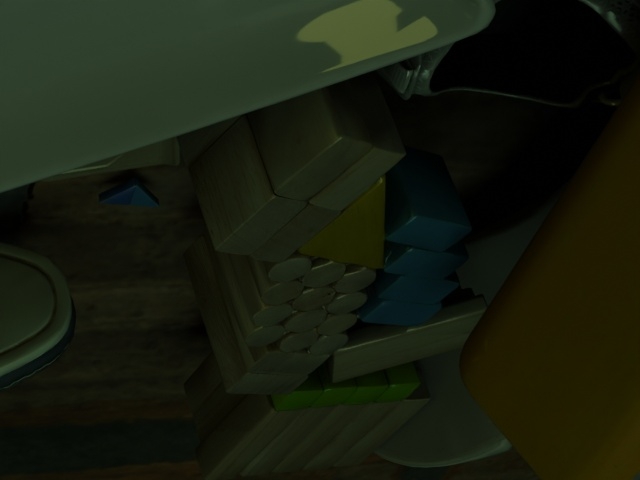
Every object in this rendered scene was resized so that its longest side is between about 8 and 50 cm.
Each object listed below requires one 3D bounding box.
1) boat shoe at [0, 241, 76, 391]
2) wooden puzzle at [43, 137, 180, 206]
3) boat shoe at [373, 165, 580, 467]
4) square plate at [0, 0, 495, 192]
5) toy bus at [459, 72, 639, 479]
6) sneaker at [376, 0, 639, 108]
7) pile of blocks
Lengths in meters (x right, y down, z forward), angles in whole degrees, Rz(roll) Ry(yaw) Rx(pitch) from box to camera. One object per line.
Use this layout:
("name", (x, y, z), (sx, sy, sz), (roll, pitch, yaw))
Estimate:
("boat shoe", (-0.237, 0.071, 0.787), (0.255, 0.095, 0.079), (-18, 142, 4))
("wooden puzzle", (-0.103, -0.057, 0.742), (0.079, 0.014, 0.116), (-1, 141, -14))
("boat shoe", (0.166, 0.024, 0.872), (0.158, 0.127, 0.340), (-4, 156, -44))
("square plate", (-0.174, -0.133, 0.492), (0.347, 0.049, 0.344), (-15, 140, 31))
("toy bus", (0.191, -0.040, 0.626), (0.130, 0.108, 0.332), (-9, 140, -40))
("sneaker", (0.137, -0.098, 0.694), (0.281, 0.115, 0.105), (-6, 143, -14))
("pile of blocks", (0.000, 0.000, 0.783), (0.149, 0.112, 0.362), (-13, 152, -12))
